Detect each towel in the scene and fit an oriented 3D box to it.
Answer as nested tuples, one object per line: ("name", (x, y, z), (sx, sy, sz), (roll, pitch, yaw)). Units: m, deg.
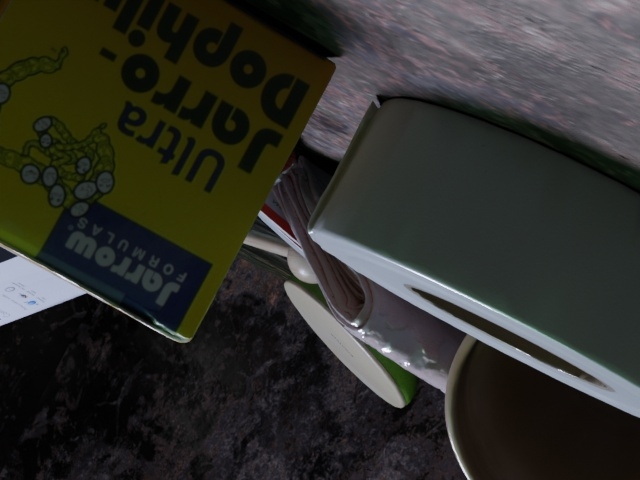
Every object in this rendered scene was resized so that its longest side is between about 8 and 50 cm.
("towel", (0.123, 0.070, 1.523), (0.332, 0.053, 0.317), (31, -165, -26))

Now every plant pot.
("plant pot", (0.223, 0.119, 1.321), (0.237, 0.237, 0.110), (27, -148, 12))

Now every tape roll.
("tape roll", (0.139, 0.019, 1.099), (0.286, 0.100, 0.286), (27, 177, 2))

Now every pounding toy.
("pounding toy", (0.046, 0.056, 1.826), (0.237, 0.110, 0.183), (51, 169, -22))

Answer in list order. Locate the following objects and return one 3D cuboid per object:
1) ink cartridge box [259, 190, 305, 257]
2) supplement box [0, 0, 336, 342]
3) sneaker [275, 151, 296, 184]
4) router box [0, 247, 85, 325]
("ink cartridge box", (0.000, 0.000, 1.596), (0.145, 0.045, 0.179), (40, 176, 7))
("supplement box", (-0.165, -0.082, 1.159), (0.194, 0.195, 0.356), (29, 176, -19))
("sneaker", (-0.100, -0.072, 1.553), (0.088, 0.093, 0.225), (31, 174, -30))
("router box", (-0.303, -0.037, 1.751), (0.335, 0.301, 0.082), (40, -148, -61))
